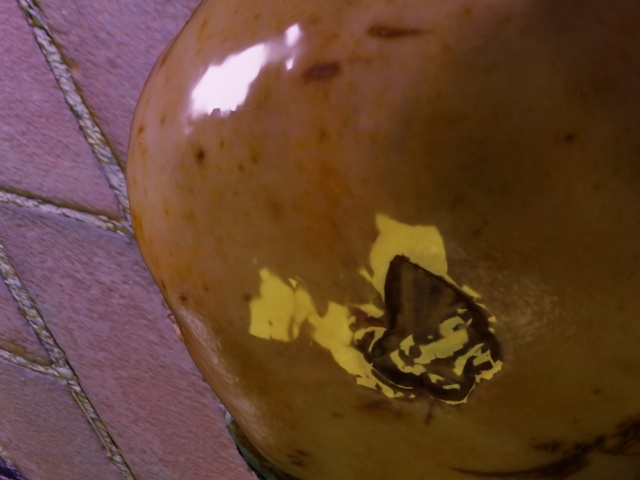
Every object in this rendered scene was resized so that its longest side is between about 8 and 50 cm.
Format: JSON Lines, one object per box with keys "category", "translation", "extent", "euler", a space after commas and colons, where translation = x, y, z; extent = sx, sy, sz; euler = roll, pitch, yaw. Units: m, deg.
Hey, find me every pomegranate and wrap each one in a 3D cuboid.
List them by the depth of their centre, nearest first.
{"category": "pomegranate", "translation": [0.078, -0.027, 0.823], "extent": [0.333, 0.332, 0.332], "euler": [25, 148, 16]}

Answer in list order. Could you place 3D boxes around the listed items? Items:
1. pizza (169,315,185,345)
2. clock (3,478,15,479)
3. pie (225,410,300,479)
{"category": "pizza", "translation": [-0.036, 0.067, 1.293], "extent": [0.194, 0.069, 0.154], "euler": [12, 144, 44]}
{"category": "clock", "translation": [-0.342, 0.372, 1.942], "extent": [0.254, 0.189, 0.189], "euler": [48, 149, 1]}
{"category": "pie", "translation": [0.023, 0.186, 1.417], "extent": [0.240, 0.054, 0.240], "euler": [27, 150, 17]}
